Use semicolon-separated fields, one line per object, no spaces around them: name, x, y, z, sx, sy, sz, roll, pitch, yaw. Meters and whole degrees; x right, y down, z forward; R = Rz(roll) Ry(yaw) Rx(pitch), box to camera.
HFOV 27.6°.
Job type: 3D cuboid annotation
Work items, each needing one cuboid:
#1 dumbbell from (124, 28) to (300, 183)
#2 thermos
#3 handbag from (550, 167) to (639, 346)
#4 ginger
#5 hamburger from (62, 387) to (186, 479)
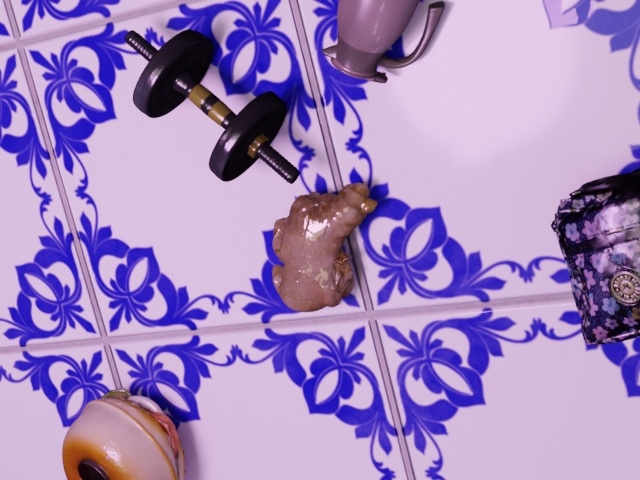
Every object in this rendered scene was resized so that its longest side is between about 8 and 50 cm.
dumbbell;-0.154;-0.190;1.831;0.325;0.143;0.143;40;121;11
thermos;0.086;-0.296;1.697;0.137;0.105;0.193;14;122;-10
handbag;0.396;0.012;1.609;0.228;0.127;0.208;-16;99;40
ginger;-0.005;-0.001;1.856;0.137;0.074;0.213;21;120;11
hamburger;-0.316;0.356;2.107;0.237;0.147;0.237;20;125;30
